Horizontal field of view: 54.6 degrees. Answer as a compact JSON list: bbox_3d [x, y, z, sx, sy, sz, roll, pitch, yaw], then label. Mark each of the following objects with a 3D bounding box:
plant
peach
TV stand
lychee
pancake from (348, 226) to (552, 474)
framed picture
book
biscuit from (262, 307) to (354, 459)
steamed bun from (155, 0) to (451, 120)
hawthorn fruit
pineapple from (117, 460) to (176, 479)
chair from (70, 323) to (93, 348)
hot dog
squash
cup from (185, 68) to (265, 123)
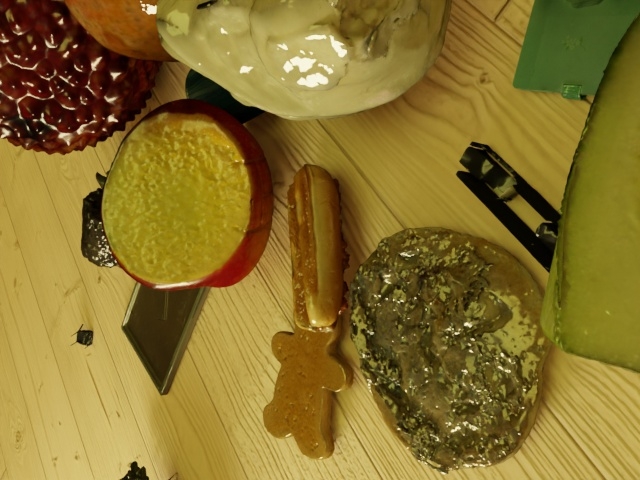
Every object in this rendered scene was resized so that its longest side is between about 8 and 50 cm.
[{"bbox_3d":[-0.387,-0.051,1.191,0.142,0.131,0.203,-117,37,-48],"label":"plant"},{"bbox_3d":[-0.194,-0.073,0.923,0.245,0.249,0.274,-133,52,-61],"label":"peach"},{"bbox_3d":[0.228,-0.008,0.633,0.042,0.036,0.249,-54,53,28],"label":"TV stand"},{"bbox_3d":[-0.501,-0.404,1.121,0.425,0.425,0.499,12,116,45],"label":"lychee"},{"bbox_3d":[0.136,0.119,0.714,0.283,0.049,0.282,-1,88,45],"label":"pancake"},{"bbox_3d":[-0.298,0.117,1.184,0.213,0.016,0.289,43,118,39],"label":"framed picture"},{"bbox_3d":[0.265,-0.191,0.617,0.135,0.017,0.103,19,100,44],"label":"book"},{"bbox_3d":[-0.014,0.182,0.875,0.158,0.035,0.240,21,103,42],"label":"biscuit"},{"bbox_3d":[0.001,-0.260,0.737,0.347,0.237,0.394,-28,39,12],"label":"steamed bun"},{"bbox_3d":[-0.265,-0.386,0.905,0.298,0.277,0.276,-13,77,10],"label":"hawthorn fruit"},{"bbox_3d":[-0.284,0.530,1.073,0.169,0.169,0.340,-49,45,33],"label":"pineapple"},{"bbox_3d":[-0.540,0.220,1.420,0.086,0.042,0.037,-134,54,-79],"label":"chair"},{"bbox_3d":[0.000,0.000,0.825,0.102,0.076,0.249,118,151,-59],"label":"hot dog"},{"bbox_3d":[0.310,-0.063,0.433,0.234,0.210,0.308,15,104,28],"label":"squash"},{"bbox_3d":[-0.122,-0.258,0.950,0.138,0.114,0.150,-13,81,43],"label":"cup"}]
